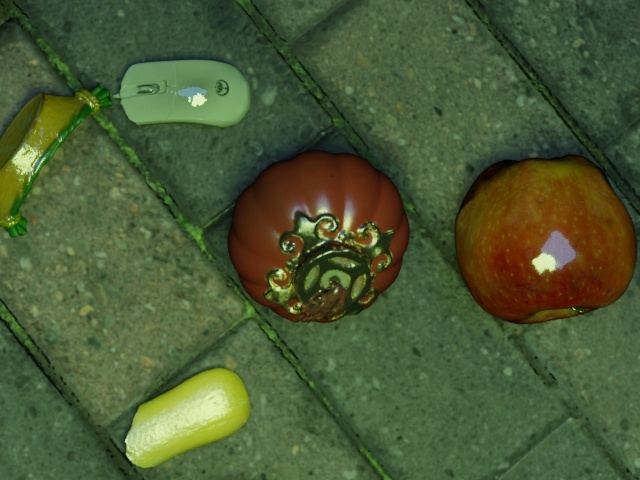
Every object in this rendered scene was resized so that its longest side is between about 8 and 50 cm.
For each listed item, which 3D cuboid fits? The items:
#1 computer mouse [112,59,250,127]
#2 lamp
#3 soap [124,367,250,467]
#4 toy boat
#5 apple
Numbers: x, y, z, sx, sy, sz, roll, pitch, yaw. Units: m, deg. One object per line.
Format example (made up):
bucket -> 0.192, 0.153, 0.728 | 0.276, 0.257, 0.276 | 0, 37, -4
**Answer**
computer mouse -> -0.182, -0.195, 1.429 | 0.182, 0.056, 0.089 | -1, 79, -5
lamp -> 0.000, 0.000, 1.343 | 0.227, 0.227, 0.226 | 1, 83, -5
soap -> -0.172, 0.223, 1.390 | 0.168, 0.033, 0.089 | -21, 84, -8
toy boat -> -0.354, -0.114, 1.395 | 0.088, 0.089, 0.229 | 37, 81, -38
apple -> 0.278, -0.006, 1.372 | 0.230, 0.230, 0.230 | 1, 83, -5
